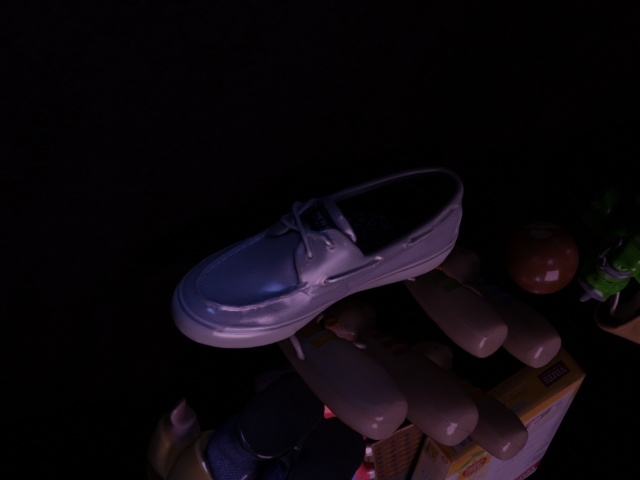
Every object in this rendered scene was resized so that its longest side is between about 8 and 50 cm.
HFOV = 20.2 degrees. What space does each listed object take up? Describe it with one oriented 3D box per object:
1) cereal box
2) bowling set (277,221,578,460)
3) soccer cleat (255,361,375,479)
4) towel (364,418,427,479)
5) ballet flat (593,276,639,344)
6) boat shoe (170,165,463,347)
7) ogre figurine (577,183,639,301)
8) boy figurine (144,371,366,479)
[{"bbox_3d":[0.167,0.215,1.818,0.173,0.047,0.240,-31,158,-23],"label":"cereal box"},{"bbox_3d":[0.097,0.046,1.370,0.200,0.154,0.287,-52,150,8],"label":"bowling set"},{"bbox_3d":[-0.003,0.158,1.540,0.095,0.083,0.248,-4,156,0],"label":"soccer cleat"},{"bbox_3d":[-0.063,0.282,1.762,0.370,0.040,0.271,-26,157,-10],"label":"towel"},{"bbox_3d":[0.310,0.024,1.597,0.073,0.080,0.232,11,142,-10],"label":"ballet flat"},{"bbox_3d":[0.001,0.001,1.227,0.227,0.079,0.081,-21,147,-27],"label":"boat shoe"},{"bbox_3d":[0.268,-0.013,1.433,0.118,0.097,0.197,-50,-168,50],"label":"ogre figurine"},{"bbox_3d":[-0.069,0.207,1.460,0.092,0.177,0.285,-46,-178,-33],"label":"boy figurine"}]
